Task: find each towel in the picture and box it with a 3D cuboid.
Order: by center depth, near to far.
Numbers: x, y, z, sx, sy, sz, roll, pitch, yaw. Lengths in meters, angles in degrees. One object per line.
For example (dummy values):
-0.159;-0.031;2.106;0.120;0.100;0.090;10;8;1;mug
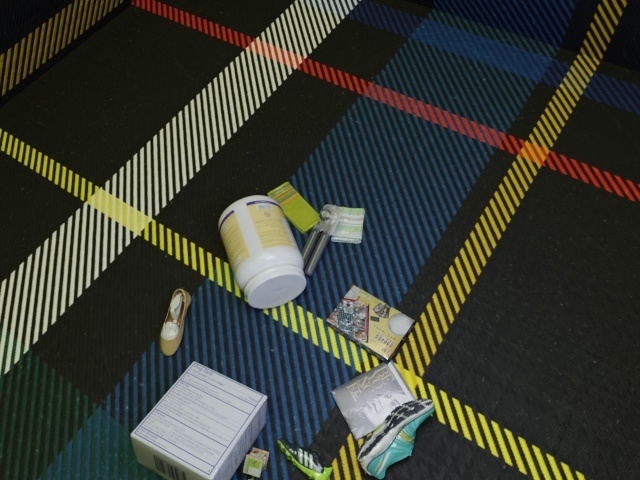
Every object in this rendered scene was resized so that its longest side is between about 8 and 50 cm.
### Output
0.103;-0.061;1.918;0.113;0.023;0.152;5;59;8;towel
-0.100;-0.130;1.984;0.102;0.021;0.237;-36;62;-14;towel

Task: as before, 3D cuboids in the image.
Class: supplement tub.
-0.198;0.039;1.760;0.240;0.241;0.332;-20;59;-6;supplement tub

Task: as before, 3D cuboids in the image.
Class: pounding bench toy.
-0.187;0.654;1.488;0.052;0.065;0.084;12;91;13;pounding bench toy

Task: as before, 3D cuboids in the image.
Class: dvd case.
0.165;0.483;1.578;0.221;0.018;0.165;-26;59;-11;dvd case

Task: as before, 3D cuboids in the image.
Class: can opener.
0.000;0.000;1.872;0.075;0.095;0.284;21;76;17;can opener

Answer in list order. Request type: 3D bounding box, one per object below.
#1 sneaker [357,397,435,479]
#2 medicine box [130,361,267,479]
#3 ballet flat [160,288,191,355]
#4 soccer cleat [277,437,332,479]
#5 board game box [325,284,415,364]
0.228;0.564;1.484;0.275;0.107;0.110;-40;95;-11;sneaker
-0.334;0.536;1.471;0.263;0.149;0.289;20;40;17;medicine box
-0.502;0.270;1.748;0.079;0.073;0.233;2;59;8;ballet flat
-0.046;0.629;1.493;0.178;0.060;0.072;36;59;17;soccer cleat
0.162;0.270;1.686;0.243;0.042;0.165;30;64;25;board game box
